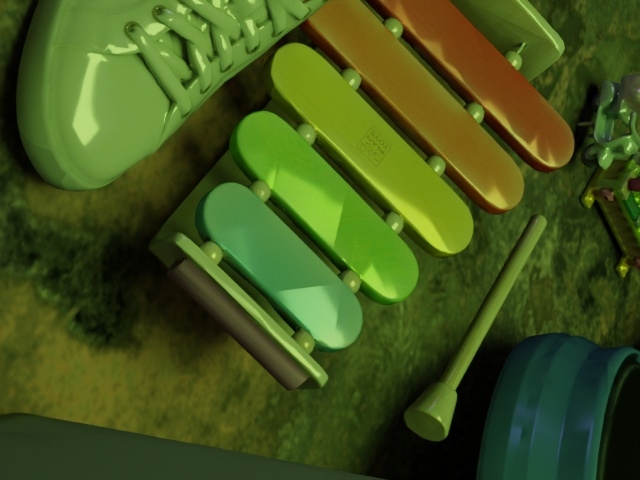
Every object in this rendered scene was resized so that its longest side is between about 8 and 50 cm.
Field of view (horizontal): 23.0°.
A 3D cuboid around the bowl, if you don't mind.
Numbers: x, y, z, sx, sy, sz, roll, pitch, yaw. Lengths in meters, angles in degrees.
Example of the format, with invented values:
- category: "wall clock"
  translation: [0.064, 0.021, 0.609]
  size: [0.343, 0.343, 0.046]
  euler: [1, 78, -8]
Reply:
- category: "bowl"
  translation: [0.195, 0.257, 1.094]
  size: [0.391, 0.077, 0.391]
  euler: [-5, 90, -68]

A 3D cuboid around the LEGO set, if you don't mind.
- category: "LEGO set"
  translation: [0.316, -0.020, 1.283]
  size: [0.287, 0.107, 0.132]
  euler: [31, 70, -46]

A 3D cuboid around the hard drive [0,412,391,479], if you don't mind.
- category: "hard drive"
  translation: [-0.101, 0.120, 0.662]
  size: [0.203, 0.307, 0.040]
  euler: [-4, 96, -49]

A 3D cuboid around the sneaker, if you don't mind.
- category: "sneaker"
  translation: [-0.050, -0.144, 0.842]
  size: [0.290, 0.123, 0.106]
  euler: [-58, 134, -27]

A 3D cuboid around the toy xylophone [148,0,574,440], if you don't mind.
- category: "toy xylophone"
  translation: [0.044, -0.032, 0.937]
  size: [0.236, 0.081, 0.323]
  euler: [38, 58, -15]
